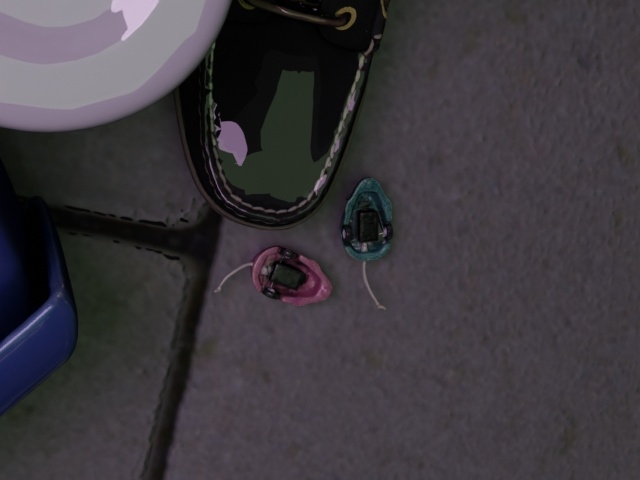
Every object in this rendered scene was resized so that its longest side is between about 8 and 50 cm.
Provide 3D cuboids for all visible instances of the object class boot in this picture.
[{"bbox_3d":[0.005,-0.181,0.460,0.138,0.284,0.378,13,95,-12],"label":"boot"}]

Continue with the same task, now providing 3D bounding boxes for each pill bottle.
[{"bbox_3d":[-0.138,-0.143,0.442,0.152,0.272,0.153,-4,105,-16],"label":"pill bottle"}]

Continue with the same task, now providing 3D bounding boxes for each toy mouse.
[{"bbox_3d":[0.000,0.000,0.648,0.161,0.031,0.143,-46,111,-2],"label":"toy mouse"}]

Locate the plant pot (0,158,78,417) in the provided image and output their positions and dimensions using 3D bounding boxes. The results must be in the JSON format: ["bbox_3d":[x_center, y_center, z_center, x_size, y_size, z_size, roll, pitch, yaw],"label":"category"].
[{"bbox_3d":[-0.267,0.013,0.467,0.236,0.236,0.212,-40,116,-6],"label":"plant pot"}]
